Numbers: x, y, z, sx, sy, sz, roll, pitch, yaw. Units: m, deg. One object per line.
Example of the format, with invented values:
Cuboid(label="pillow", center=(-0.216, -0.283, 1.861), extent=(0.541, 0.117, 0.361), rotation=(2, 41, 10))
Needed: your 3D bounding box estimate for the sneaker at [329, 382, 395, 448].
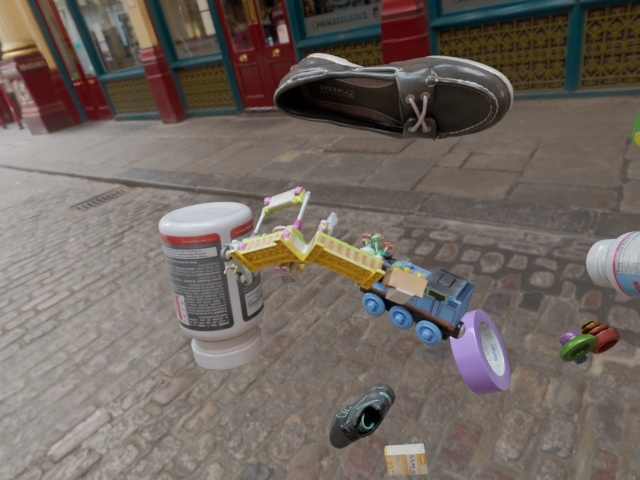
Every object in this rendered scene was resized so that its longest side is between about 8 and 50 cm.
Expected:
Cuboid(label="sneaker", center=(0.103, 0.515, 1.230), extent=(0.101, 0.267, 0.106), rotation=(38, 22, 4))

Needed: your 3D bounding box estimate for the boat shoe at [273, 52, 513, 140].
Cuboid(label="boat shoe", center=(0.080, -0.188, 0.595), extent=(0.334, 0.112, 0.095), rotation=(20, 55, 32))

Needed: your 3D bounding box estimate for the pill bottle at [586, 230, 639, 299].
Cuboid(label="pill bottle", center=(0.413, 0.031, 0.520), extent=(0.087, 0.087, 0.160), rotation=(-18, 3, -11))

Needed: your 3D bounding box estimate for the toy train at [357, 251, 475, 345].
Cuboid(label="toy train", center=(0.144, 0.085, 0.676), extent=(0.184, 0.105, 0.080), rotation=(25, 33, 29))

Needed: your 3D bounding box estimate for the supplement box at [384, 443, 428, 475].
Cuboid(label="supplement box", center=(0.213, 0.546, 1.072), extent=(0.098, 0.062, 0.036), rotation=(-9, 10, 11))

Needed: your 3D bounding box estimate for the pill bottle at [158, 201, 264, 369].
Cuboid(label="pill bottle", center=(-0.245, 0.106, 1.024), extent=(0.209, 0.364, 0.210), rotation=(-4, 18, 1))

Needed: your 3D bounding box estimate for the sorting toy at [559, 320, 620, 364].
Cuboid(label="sorting toy", center=(0.357, 0.135, 0.592), extent=(0.101, 0.061, 0.042), rotation=(-1, 41, -23))

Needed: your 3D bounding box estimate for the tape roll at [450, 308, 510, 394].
Cuboid(label="tape roll", center=(0.552, 0.382, 1.484), extent=(0.090, 0.275, 0.275), rotation=(-26, 17, 33))

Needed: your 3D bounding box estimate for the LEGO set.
Cuboid(label="LEGO set", center=(0.000, 0.000, 0.581), extent=(0.286, 0.132, 0.107), rotation=(3, 52, 19))

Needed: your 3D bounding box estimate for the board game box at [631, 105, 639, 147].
Cuboid(label="board game box", center=(0.475, -0.097, 0.458), extent=(0.046, 0.214, 0.318), rotation=(-22, 50, 8))
